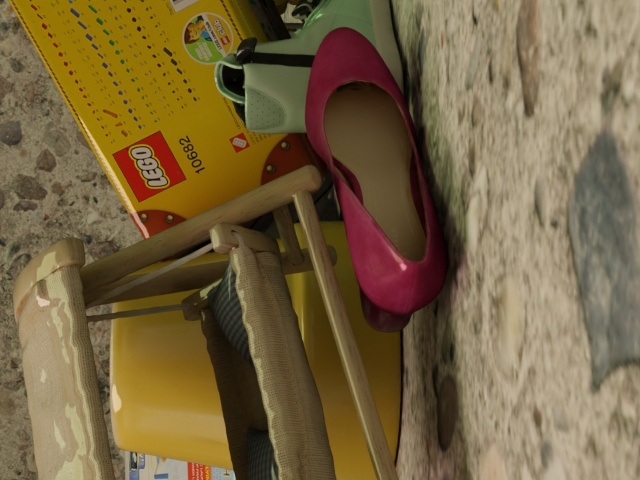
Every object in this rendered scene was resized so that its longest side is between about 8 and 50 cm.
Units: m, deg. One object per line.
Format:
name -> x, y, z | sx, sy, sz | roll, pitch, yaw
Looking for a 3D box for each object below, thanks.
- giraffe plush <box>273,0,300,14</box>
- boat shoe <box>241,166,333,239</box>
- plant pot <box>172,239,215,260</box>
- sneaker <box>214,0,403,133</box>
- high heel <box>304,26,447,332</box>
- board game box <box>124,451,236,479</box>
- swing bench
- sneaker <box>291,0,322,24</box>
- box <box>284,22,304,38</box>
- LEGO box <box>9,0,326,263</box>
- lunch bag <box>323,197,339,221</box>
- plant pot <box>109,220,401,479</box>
giraffe plush -> -0.081, -0.398, 1.408 | 0.210, 0.182, 0.170 | 72, 179, -45
boat shoe -> -0.041, -0.015, 1.064 | 0.226, 0.083, 0.075 | -49, -55, -48
plant pot -> -0.079, 0.062, 1.277 | 0.165, 0.166, 0.234 | -91, -15, -49
sneaker -> -0.017, -0.177, 0.834 | 0.256, 0.151, 0.094 | -96, 7, -53
high heel -> 0.036, -0.064, 0.648 | 0.117, 0.082, 0.244 | 104, 165, -66
board game box -> -0.133, 0.247, 1.106 | 0.302, 0.086, 0.308 | -18, 72, 55
swing bench -> -0.084, 0.121, 0.654 | 0.165, 0.255, 0.253 | 77, 176, -68
sneaker -> 0.000, -0.298, 1.249 | 0.040, 0.044, 0.109 | -56, 24, 1
box -> -0.061, -0.225, 1.397 | 0.181, 0.119, 0.181 | -110, 22, -73
LEGO box -> -0.179, -0.275, 1.024 | 0.500, 0.193, 0.372 | 63, -171, -13
lunch bag -> 0.000, 0.000, 1.138 | 0.083, 0.053, 0.071 | -102, 7, -50
plant pot -> -0.064, 0.106, 0.871 | 0.254, 0.239, 0.253 | -179, 90, -84
